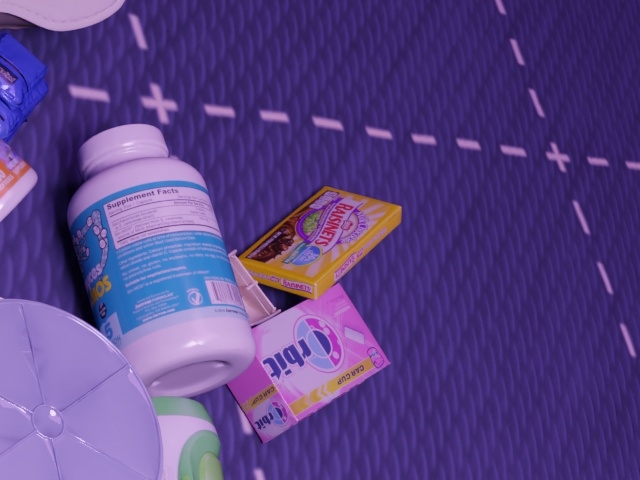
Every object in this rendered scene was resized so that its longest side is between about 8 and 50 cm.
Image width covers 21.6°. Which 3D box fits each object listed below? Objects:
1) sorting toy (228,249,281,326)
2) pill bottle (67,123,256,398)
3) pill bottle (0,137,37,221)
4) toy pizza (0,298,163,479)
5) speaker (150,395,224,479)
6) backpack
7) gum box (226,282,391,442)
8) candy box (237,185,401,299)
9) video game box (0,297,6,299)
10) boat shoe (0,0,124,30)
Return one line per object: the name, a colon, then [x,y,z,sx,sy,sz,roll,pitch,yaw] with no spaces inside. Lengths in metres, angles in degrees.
sorting toy: [-0.099,0.066,1.785,0.075,0.045,0.083,-35,87,-43]
pill bottle: [-0.167,0.019,1.670,0.146,0.146,0.264,2,60,-43]
pill bottle: [-0.380,-0.091,1.566,0.216,0.121,0.121,44,41,-10]
toy pizza: [-0.201,0.135,1.190,0.201,0.032,0.201,24,47,-29]
speaker: [-0.135,0.297,1.513,0.131,0.131,0.296,13,54,-37]
backpack: [-0.337,-0.144,1.665,0.098,0.101,0.120,38,45,-7]
gum box: [-0.016,0.127,1.798,0.188,0.062,0.107,-26,81,-50]
candy box: [0.000,0.000,1.888,0.105,0.027,0.206,18,33,23]
video game box: [-0.306,0.138,1.529,0.205,0.048,0.187,24,49,-30]
boat shoe: [-0.339,-0.266,1.717,0.305,0.091,0.109,-9,100,-42]
